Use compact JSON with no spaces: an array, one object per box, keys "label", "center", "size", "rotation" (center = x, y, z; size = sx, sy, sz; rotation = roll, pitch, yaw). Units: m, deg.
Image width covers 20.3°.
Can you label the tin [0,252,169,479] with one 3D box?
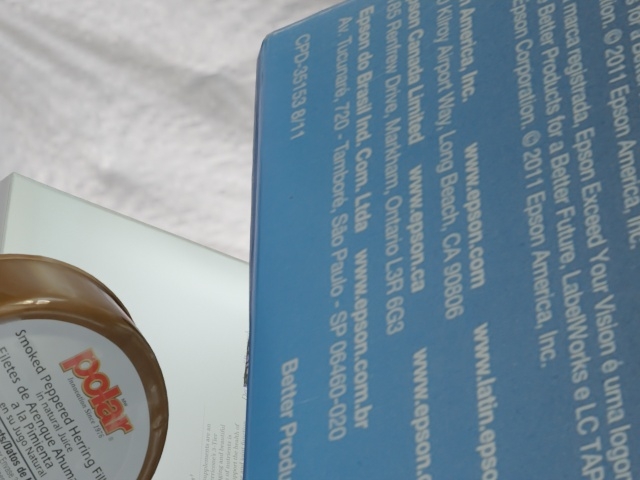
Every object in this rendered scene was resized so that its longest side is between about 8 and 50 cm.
[{"label":"tin","center":[-0.136,0.080,0.564],"size":[0.189,0.040,0.106],"rotation":[-31,-52,-12]}]

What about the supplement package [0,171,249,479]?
[{"label":"supplement package","center":[-0.130,0.122,1.067],"size":[0.262,0.199,0.198],"rotation":[22,-34,-32]}]

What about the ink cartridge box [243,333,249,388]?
[{"label":"ink cartridge box","center":[0.000,0.000,0.701],"size":[0.029,0.115,0.063],"rotation":[15,-22,-27]}]

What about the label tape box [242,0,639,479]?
[{"label":"label tape box","center":[0.152,0.003,0.419],"size":[0.347,0.249,0.115],"rotation":[-20,-45,22]}]
